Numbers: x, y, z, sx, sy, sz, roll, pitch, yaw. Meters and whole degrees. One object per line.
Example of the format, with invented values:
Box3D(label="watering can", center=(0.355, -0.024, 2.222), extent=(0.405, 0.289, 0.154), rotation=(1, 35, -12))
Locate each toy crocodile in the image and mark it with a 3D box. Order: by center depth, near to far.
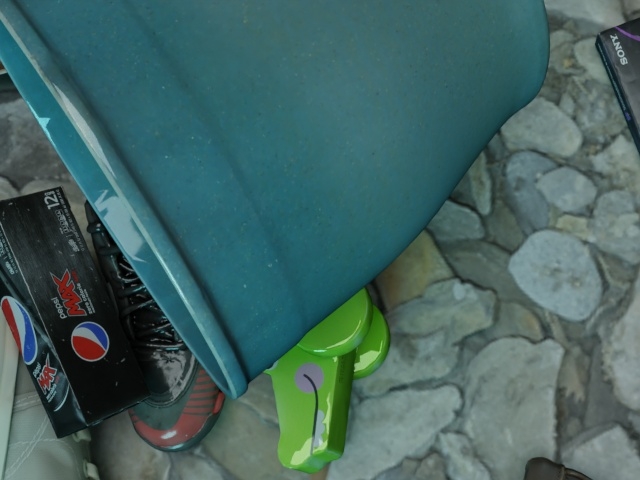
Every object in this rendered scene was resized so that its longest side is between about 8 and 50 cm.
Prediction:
Box3D(label="toy crocodile", center=(0.000, 0.000, 0.697), extent=(0.105, 0.115, 0.341), rotation=(3, 78, 14))

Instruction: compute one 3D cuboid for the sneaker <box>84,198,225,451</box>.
Box3D(label="sneaker", center=(-0.124, 0.022, 0.708), extent=(0.097, 0.135, 0.276), rotation=(-2, 80, 9))

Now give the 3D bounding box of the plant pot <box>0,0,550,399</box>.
Box3D(label="plant pot", center=(-0.020, -0.092, 0.539), extent=(0.255, 0.272, 0.272), rotation=(-33, 74, -13))

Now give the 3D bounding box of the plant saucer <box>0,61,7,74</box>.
Box3D(label="plant saucer", center=(-0.294, -0.287, 0.846), extent=(0.310, 0.050, 0.311), rotation=(-2, 80, 12))

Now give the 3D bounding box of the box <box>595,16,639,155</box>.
Box3D(label="box", center=(0.305, -0.131, 0.702), extent=(0.162, 0.029, 0.116), rotation=(-20, 76, 9))

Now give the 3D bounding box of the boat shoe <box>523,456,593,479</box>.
Box3D(label="boat shoe", center=(0.109, 0.304, 0.620), extent=(0.096, 0.116, 0.324), rotation=(28, 82, 20))

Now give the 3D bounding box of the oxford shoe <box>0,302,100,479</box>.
Box3D(label="oxford shoe", center=(-0.227, 0.203, 0.707), extent=(0.169, 0.130, 0.449), rotation=(-36, 57, 49))

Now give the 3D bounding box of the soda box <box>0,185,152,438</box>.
Box3D(label="soda box", center=(-0.188, 0.051, 0.667), extent=(0.053, 0.060, 0.169), rotation=(-29, 84, 47))
